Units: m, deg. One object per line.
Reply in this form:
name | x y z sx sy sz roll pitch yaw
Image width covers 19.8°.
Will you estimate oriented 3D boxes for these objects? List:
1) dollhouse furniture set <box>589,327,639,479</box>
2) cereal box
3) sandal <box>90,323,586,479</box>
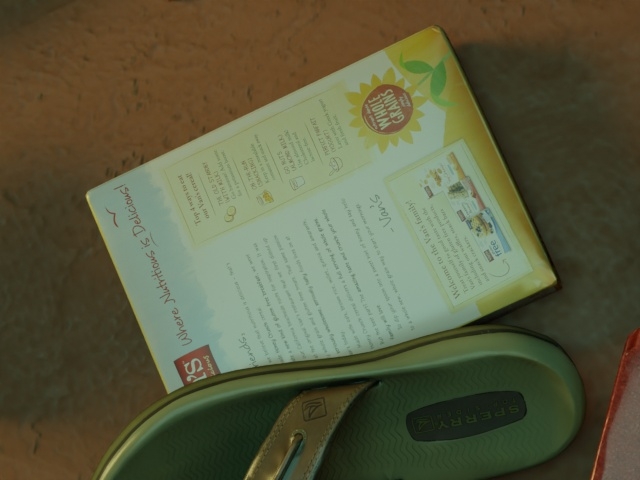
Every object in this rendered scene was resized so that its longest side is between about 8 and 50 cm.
dollhouse furniture set | 0.257 0.008 0.967 0.152 0.201 0.374 14 81 13
cereal box | 0.000 0.000 1.092 0.240 0.047 0.173 -25 79 8
sandal | 0.003 0.128 1.031 0.303 0.086 0.120 -19 121 7
